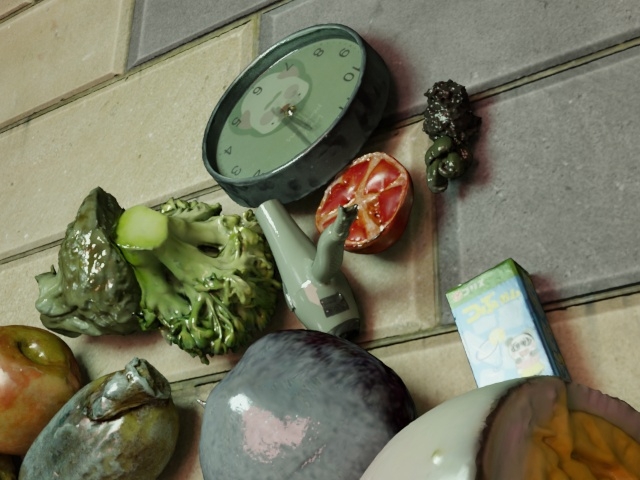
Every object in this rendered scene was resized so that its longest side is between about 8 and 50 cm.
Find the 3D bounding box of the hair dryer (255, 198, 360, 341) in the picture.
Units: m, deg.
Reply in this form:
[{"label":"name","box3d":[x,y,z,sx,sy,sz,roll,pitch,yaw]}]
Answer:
[{"label":"hair dryer","box3d":[-0.019,-0.012,1.272,0.092,0.267,0.229,-21,47,-23]}]

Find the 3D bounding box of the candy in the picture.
[{"label":"candy","box3d":[0.225,0.126,1.126,0.097,0.062,0.194,-31,53,23]}]

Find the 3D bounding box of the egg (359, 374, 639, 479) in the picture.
[{"label":"egg","box3d":[0.152,0.338,0.901,0.340,0.355,0.354,-38,47,40]}]

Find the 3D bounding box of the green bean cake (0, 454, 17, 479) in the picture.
[{"label":"green bean cake","box3d":[-0.602,0.437,1.560,0.230,0.131,0.224,-36,52,19]}]

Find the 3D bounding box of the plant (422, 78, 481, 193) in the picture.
[{"label":"plant","box3d":[0.173,-0.143,1.298,0.085,0.087,0.174,-43,35,54]}]

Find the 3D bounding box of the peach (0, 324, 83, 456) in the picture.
[{"label":"peach","box3d":[-0.470,0.242,1.518,0.236,0.214,0.214,19,80,26]}]

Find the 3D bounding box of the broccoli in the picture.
[{"label":"broccoli","box3d":[-0.186,0.024,1.373,0.288,0.245,0.247,23,69,34]}]

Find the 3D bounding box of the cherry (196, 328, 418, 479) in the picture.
[{"label":"cherry","box3d":[-0.023,0.232,1.153,0.296,0.218,0.255,7,49,34]}]

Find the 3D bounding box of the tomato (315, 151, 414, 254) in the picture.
[{"label":"tomato","box3d":[0.073,-0.043,1.324,0.156,0.069,0.155,-22,49,29]}]

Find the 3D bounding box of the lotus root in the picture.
[{"label":"lotus root","box3d":[-0.333,0.321,1.400,0.349,0.175,0.175,-44,48,17]}]

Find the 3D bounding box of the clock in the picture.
[{"label":"clock","box3d":[-0.044,-0.193,1.453,0.319,0.066,0.318,-24,44,25]}]

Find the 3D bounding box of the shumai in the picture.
[{"label":"shumai","box3d":[-0.378,0.058,1.543,0.218,0.189,0.255,-34,46,17]}]
